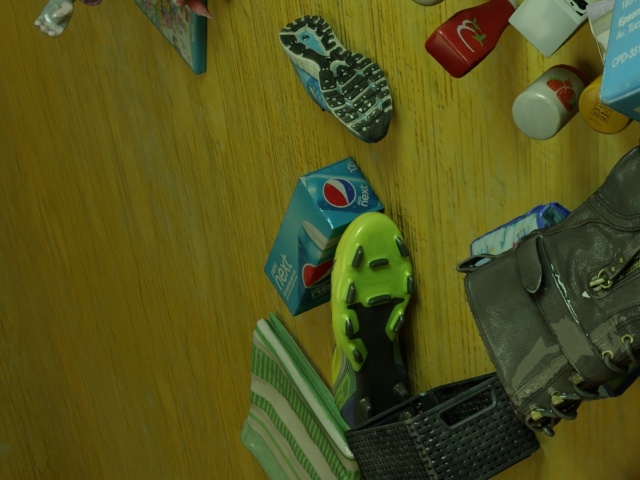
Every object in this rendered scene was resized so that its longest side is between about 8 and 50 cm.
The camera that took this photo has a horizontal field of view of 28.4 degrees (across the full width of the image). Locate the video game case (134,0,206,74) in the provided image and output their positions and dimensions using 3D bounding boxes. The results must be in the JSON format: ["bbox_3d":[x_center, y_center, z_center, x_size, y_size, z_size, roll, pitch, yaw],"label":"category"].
[{"bbox_3d":[-0.188,-0.298,1.563,0.166,0.015,0.119,50,150,32],"label":"video game case"}]

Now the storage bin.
[{"bbox_3d":[0.116,0.198,1.250,0.084,0.122,0.180,65,156,4],"label":"storage bin"}]

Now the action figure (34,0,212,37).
[{"bbox_3d":[-0.252,-0.382,1.412,0.370,0.248,0.276,45,-168,-9],"label":"action figure"}]

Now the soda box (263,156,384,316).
[{"bbox_3d":[0.000,0.000,1.380,0.071,0.067,0.210,58,155,19],"label":"soda box"}]

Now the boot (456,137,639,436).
[{"bbox_3d":[0.221,0.064,0.856,0.229,0.091,0.263,-47,55,32],"label":"boot"}]

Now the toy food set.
[{"bbox_3d":[0.150,-0.174,0.931,0.232,0.104,0.111,45,138,5],"label":"toy food set"}]

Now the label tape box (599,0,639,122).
[{"bbox_3d":[0.257,-0.232,0.551,0.249,0.115,0.348,-25,48,65],"label":"label tape box"}]

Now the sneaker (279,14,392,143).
[{"bbox_3d":[0.022,-0.151,1.237,0.162,0.063,0.073,55,171,33],"label":"sneaker"}]

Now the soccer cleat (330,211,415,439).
[{"bbox_3d":[0.041,0.088,1.347,0.121,0.093,0.289,47,149,50],"label":"soccer cleat"}]

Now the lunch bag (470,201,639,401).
[{"bbox_3d":[0.189,0.048,1.006,0.151,0.096,0.129,56,155,0],"label":"lunch bag"}]

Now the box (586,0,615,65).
[{"bbox_3d":[0.277,-0.141,0.702,0.324,0.067,0.063,-4,107,65],"label":"box"}]

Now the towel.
[{"bbox_3d":[-0.030,0.276,1.720,0.248,0.038,0.325,52,152,28],"label":"towel"}]
